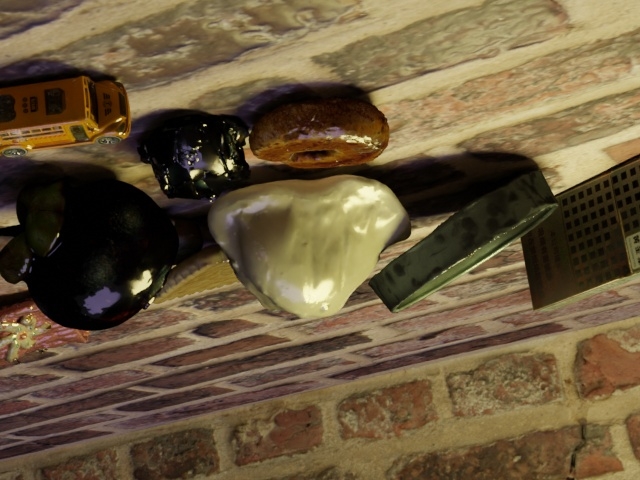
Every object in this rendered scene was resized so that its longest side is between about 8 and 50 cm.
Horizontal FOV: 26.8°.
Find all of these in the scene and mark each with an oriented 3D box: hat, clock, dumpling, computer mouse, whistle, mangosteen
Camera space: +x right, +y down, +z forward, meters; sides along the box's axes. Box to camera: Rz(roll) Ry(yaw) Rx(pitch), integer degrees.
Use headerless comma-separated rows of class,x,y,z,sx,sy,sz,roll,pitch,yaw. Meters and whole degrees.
hat,-0.570,0.178,2.442,0.286,0.107,0.237,-14,155,0
clock,0.225,0.005,2.106,0.325,0.067,0.325,-32,172,-5
dumpling,0.000,0.000,1.968,0.243,0.187,0.318,-31,146,25
computer mouse,-0.158,-0.094,1.748,0.146,0.077,0.242,-9,165,7
whistle,-0.246,-0.011,2.043,0.107,0.057,0.220,-17,159,9
mangosteen,-0.318,0.012,1.823,0.243,0.243,0.243,-8,165,-2

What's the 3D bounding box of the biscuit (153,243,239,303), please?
biscuit,-0.107,0.025,2.160,0.325,0.044,0.217,-14,170,-37

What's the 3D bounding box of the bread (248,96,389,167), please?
bread,0.000,-0.137,1.716,0.193,0.064,0.193,-4,169,-1

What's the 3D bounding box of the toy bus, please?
toy bus,-0.297,-0.143,1.501,0.162,0.070,0.074,-8,163,1

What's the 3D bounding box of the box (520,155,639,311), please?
box,0.455,-0.008,2.213,0.047,0.180,0.325,2,162,-33
